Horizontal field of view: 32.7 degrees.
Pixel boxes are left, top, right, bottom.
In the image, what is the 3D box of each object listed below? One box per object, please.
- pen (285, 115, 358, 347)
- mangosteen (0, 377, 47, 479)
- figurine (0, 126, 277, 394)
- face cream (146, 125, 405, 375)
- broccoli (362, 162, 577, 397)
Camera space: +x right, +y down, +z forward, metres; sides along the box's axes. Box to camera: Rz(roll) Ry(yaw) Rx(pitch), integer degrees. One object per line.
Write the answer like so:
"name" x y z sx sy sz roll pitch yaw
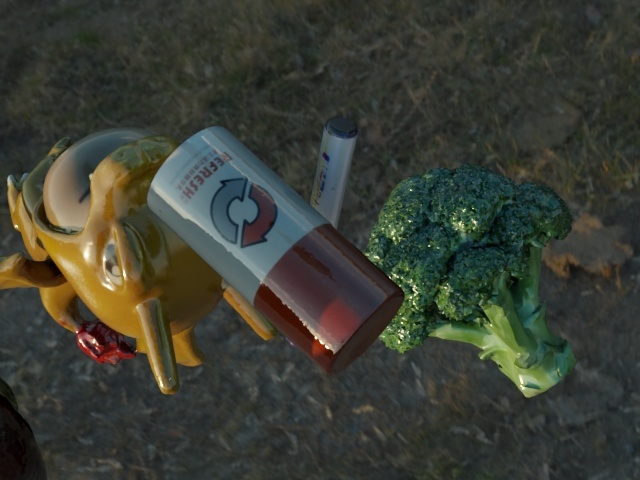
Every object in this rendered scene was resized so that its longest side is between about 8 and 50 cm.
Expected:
"pen" 0.000 0.000 1.014 0.033 0.269 0.033 7 41 -6
"mangosteen" -0.318 0.186 0.874 0.216 0.216 0.216 -9 61 16
"figurine" -0.238 0.024 1.358 0.387 0.401 0.268 6 61 55
"face cream" -0.038 0.007 0.907 0.214 0.096 0.096 42 83 16
"broccoli" 0.175 0.039 1.181 0.270 0.270 0.270 -37 90 -1
